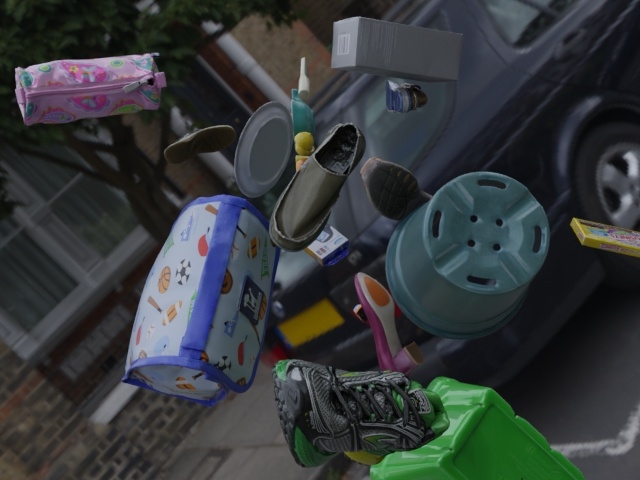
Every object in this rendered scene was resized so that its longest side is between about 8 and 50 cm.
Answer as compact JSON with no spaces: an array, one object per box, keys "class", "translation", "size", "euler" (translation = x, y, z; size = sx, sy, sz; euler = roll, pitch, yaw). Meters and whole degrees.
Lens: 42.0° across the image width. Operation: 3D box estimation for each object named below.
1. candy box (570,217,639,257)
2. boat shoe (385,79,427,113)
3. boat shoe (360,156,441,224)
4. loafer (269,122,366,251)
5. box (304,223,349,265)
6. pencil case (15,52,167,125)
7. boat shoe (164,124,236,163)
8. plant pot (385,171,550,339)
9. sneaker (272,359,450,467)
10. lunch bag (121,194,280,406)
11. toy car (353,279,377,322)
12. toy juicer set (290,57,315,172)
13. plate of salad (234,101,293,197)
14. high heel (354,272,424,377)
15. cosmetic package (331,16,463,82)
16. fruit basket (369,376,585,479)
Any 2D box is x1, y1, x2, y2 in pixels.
[{"class":"candy box","translation":[0.705,-0.002,1.976],"size":[0.105,0.206,0.027],"euler":[-90,13,-60]},{"class":"boat shoe","translation":[0.182,-0.302,1.771],"size":[0.066,0.066,0.183],"euler":[-4,21,-7]},{"class":"boat shoe","translation":[0.176,-0.117,1.998],"size":[0.123,0.324,0.116],"euler":[-47,53,5]},{"class":"loafer","translation":[-0.006,-0.098,1.369],"size":[0.251,0.094,0.087],"euler":[-62,-6,-15]},{"class":"box","translation":[0.000,0.000,1.868],"size":[0.081,0.136,0.028],"euler":[-36,-38,-22]},{"class":"pencil case","translation":[-0.453,-0.301,1.648],"size":[0.284,0.124,0.124],"euler":[-9,0,-16]},{"class":"boat shoe","translation":[-0.241,-0.201,1.670],"size":[0.152,0.056,0.049],"euler":[-16,31,8]},{"class":"plant pot","translation":[0.322,0.021,1.785],"size":[0.341,0.341,0.334],"euler":[-45,-10,-11]},{"class":"sneaker","translation":[0.055,0.207,1.066],"size":[0.146,0.134,0.343],"euler":[-24,-23,23]},{"class":"lunch bag","translation":[-0.217,0.122,1.563],"size":[0.385,0.239,0.328],"euler":[128,156,-67]},{"class":"toy car","translation":[0.129,0.165,2.330],"size":[0.040,0.060,0.122],"euler":[25,88,44]},{"class":"toy juicer set","translation":[-0.061,-0.303,2.192],"size":[0.089,0.329,0.209],"euler":[-4,18,3]},{"class":"plate of salad","translation":[-0.119,-0.185,1.682],"size":[0.200,0.048,0.200],"euler":[-40,-39,-44]},{"class":"high heel","translation":[0.121,0.191,1.785],"size":[0.082,0.244,0.117],"euler":[-20,-20,-49]},{"class":"cosmetic package","translation":[0.154,-0.380,1.677],"size":[0.238,0.107,0.127],"euler":[0,8,-24]},{"class":"fruit basket","translation":[0.280,0.429,1.473],"size":[0.283,0.392,0.392],"euler":[-48,10,-27]}]
